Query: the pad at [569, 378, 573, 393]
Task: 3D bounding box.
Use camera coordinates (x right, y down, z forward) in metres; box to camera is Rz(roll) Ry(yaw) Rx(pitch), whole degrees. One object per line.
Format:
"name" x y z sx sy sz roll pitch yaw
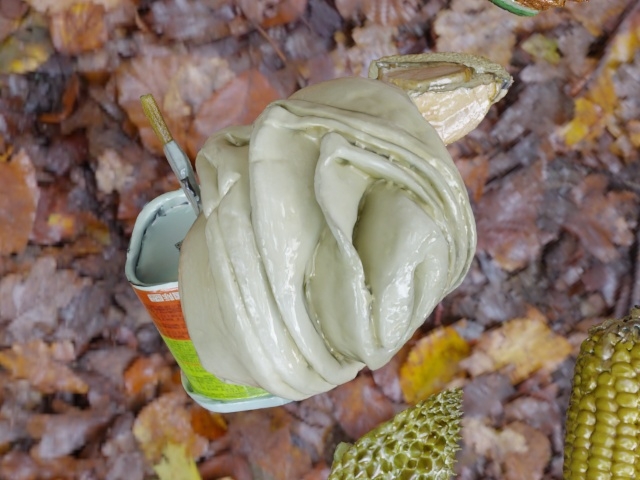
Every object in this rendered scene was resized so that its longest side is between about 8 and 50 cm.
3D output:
"pad" 0.413 0.349 1.731 0.012 0.269 0.270 -1 93 -5

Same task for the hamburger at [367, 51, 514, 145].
"hamburger" 0.175 -0.214 1.789 0.207 0.135 0.155 -19 137 -21

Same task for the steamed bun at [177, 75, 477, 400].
"steamed bun" 0.001 0.003 1.077 0.289 0.203 0.276 -21 99 -5

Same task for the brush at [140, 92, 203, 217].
"brush" -0.105 0.002 1.217 0.020 0.085 0.336 -26 85 -7

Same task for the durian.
"durian" 0.104 0.345 1.819 0.172 0.166 0.306 20 136 -6

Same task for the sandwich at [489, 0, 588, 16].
"sandwich" 0.254 -0.354 1.469 0.235 0.159 0.079 18 85 -45

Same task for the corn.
"corn" 0.243 0.205 0.939 0.115 0.115 0.318 13 76 -18

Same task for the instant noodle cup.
"instant noodle cup" -0.152 0.081 1.875 0.294 0.294 0.308 -26 134 3
